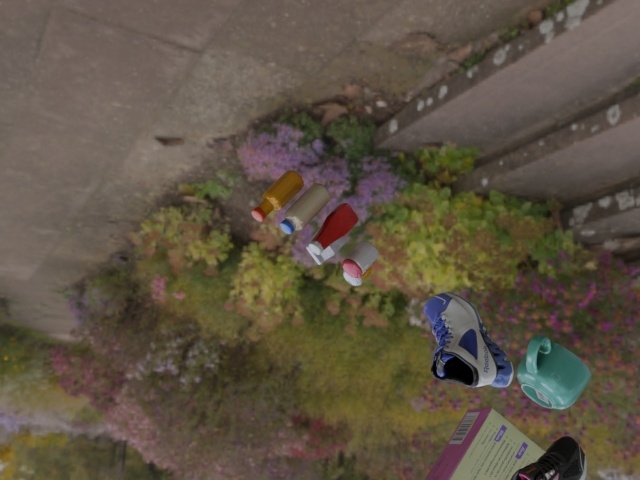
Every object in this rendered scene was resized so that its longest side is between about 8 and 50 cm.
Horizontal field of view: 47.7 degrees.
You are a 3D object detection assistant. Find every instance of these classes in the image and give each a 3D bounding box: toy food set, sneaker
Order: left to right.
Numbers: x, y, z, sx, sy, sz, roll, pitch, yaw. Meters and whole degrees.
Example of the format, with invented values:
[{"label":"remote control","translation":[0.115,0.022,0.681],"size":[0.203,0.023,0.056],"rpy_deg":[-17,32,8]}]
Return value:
[{"label":"toy food set","translation":[0.000,0.000,1.193],"size":[0.111,0.104,0.232],"rpy_deg":[-6,125,55]},{"label":"sneaker","translation":[0.361,0.276,1.953],"size":[0.182,0.316,0.128],"rpy_deg":[-7,135,-34]},{"label":"sneaker","translation":[0.315,0.345,1.031],"size":[0.072,0.178,0.077],"rpy_deg":[12,139,48]}]

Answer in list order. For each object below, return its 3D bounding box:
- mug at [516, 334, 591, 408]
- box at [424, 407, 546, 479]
[{"label":"mug","translation":[0.452,0.268,1.458],"size":[0.157,0.097,0.129],"rpy_deg":[41,164,-1]},{"label":"box","translation":[0.374,0.515,1.533],"size":[0.243,0.214,0.117],"rpy_deg":[39,159,-3]}]
